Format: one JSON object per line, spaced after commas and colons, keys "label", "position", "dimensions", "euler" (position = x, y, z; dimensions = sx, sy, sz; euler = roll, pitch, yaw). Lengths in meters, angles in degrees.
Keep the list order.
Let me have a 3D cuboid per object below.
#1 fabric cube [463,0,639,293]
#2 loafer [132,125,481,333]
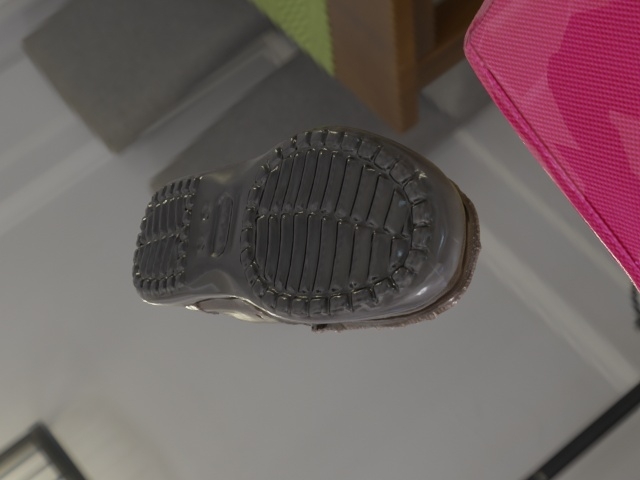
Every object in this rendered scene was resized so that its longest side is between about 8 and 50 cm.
{"label": "fabric cube", "position": [0.236, -0.075, 0.363], "dimensions": [0.259, 0.254, 0.258], "euler": [54, 155, 13]}
{"label": "loafer", "position": [0.000, 0.000, 1.014], "dimensions": [0.130, 0.134, 0.366], "euler": [16, 172, -34]}
